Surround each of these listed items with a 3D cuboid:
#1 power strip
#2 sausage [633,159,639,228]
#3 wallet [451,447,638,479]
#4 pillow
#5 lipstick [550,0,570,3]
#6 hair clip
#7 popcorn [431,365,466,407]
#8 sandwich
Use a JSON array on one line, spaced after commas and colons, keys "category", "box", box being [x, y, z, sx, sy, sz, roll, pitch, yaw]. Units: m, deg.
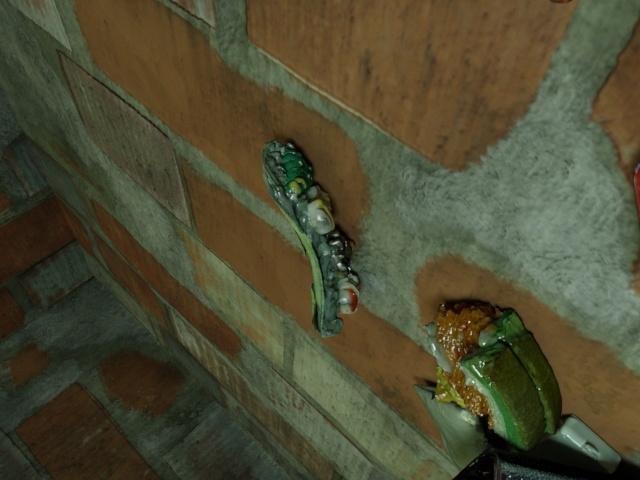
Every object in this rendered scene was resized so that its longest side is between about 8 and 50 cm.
[{"category": "power strip", "box": [0.335, 0.303, 0.827, 0.081, 0.035, 0.192, 41, 152, 14]}, {"category": "sausage", "box": [0.287, -0.017, 0.486, 0.050, 0.048, 0.145, -13, 115, 19]}, {"category": "wallet", "box": [0.304, 0.345, 0.794, 0.220, 0.071, 0.262, 8, 151, 2]}, {"category": "pillow", "box": [0.248, 0.339, 0.994, 0.148, 0.050, 0.230, 17, 139, 57]}, {"category": "lipstick", "box": [0.200, -0.202, 0.395, 0.030, 0.030, 0.129, 49, 153, 1]}, {"category": "hair clip", "box": [0.001, -0.001, 0.890, 0.091, 0.138, 0.321, -11, 126, 10]}, {"category": "popcorn", "box": [0.195, 0.210, 0.867, 0.084, 0.084, 0.084, 36, 150, 25]}, {"category": "sandwich", "box": [0.215, 0.177, 0.769, 0.160, 0.109, 0.185, 3, 128, 53]}]
